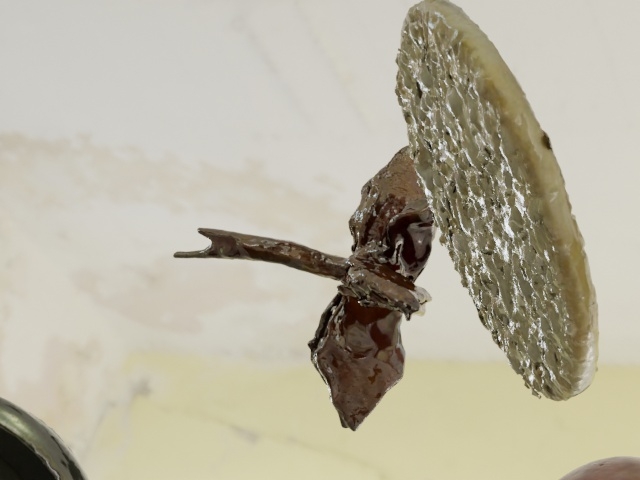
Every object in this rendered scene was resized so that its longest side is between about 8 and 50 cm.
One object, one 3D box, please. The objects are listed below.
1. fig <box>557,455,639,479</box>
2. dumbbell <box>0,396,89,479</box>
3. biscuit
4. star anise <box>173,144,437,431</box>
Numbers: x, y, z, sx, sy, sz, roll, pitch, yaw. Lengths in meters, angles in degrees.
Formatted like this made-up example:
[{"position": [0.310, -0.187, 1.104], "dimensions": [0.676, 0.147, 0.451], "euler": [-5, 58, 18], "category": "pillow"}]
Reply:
[{"position": [0.211, 0.235, 1.228], "dimensions": [0.205, 0.205, 0.205], "euler": [20, -21, 8], "category": "fig"}, {"position": [-0.223, 0.182, 0.897], "dimensions": [0.192, 0.192, 0.290], "euler": [19, 15, 11], "category": "dumbbell"}, {"position": [0.061, -0.014, 0.619], "dimensions": [0.152, 0.020, 0.152], "euler": [158, -90, -80], "category": "biscuit"}, {"position": [-0.004, 0.009, 0.996], "dimensions": [0.144, 0.158, 0.140], "euler": [20, -43, -7], "category": "star anise"}]
